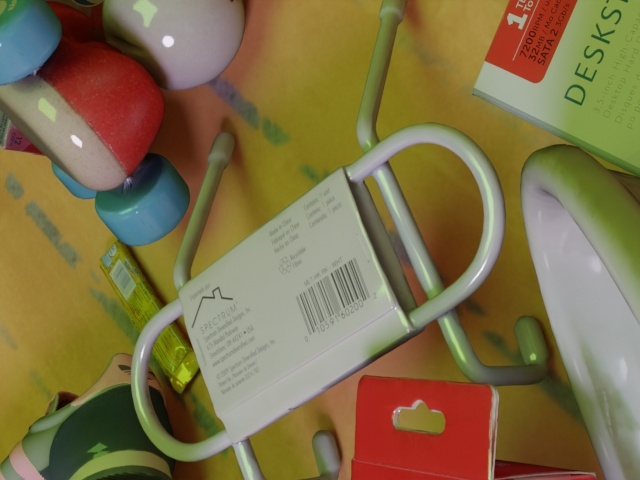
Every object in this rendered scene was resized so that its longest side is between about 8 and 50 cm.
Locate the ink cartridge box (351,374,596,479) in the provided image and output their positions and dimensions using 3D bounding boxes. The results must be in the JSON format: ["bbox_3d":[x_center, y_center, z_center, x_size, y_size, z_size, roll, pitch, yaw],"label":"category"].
[{"bbox_3d":[0.082,0.193,0.692,0.134,0.078,0.231,-5,83,57],"label":"ink cartridge box"}]

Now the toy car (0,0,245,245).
[{"bbox_3d":[-0.149,-0.164,0.997,0.238,0.219,0.210,-42,38,-9],"label":"toy car"}]

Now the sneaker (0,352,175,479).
[{"bbox_3d":[-0.233,0.209,1.080,0.319,0.112,0.131,-32,48,34],"label":"sneaker"}]

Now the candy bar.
[{"bbox_3d":[-0.147,0.058,1.056,0.040,0.018,0.161,-53,53,22],"label":"candy bar"}]

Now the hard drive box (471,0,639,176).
[{"bbox_3d":[0.222,-0.114,0.676,0.232,0.089,0.181,33,108,41],"label":"hard drive box"}]

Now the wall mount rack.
[{"bbox_3d":[0.000,0.000,0.857,0.350,0.130,0.304,-35,67,36],"label":"wall mount rack"}]

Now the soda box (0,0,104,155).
[{"bbox_3d":[-0.243,-0.213,1.128,0.092,0.083,0.263,28,105,40],"label":"soda box"}]

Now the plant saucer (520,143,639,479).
[{"bbox_3d":[0.202,0.134,0.530,0.100,0.400,0.401,-20,68,4],"label":"plant saucer"}]
